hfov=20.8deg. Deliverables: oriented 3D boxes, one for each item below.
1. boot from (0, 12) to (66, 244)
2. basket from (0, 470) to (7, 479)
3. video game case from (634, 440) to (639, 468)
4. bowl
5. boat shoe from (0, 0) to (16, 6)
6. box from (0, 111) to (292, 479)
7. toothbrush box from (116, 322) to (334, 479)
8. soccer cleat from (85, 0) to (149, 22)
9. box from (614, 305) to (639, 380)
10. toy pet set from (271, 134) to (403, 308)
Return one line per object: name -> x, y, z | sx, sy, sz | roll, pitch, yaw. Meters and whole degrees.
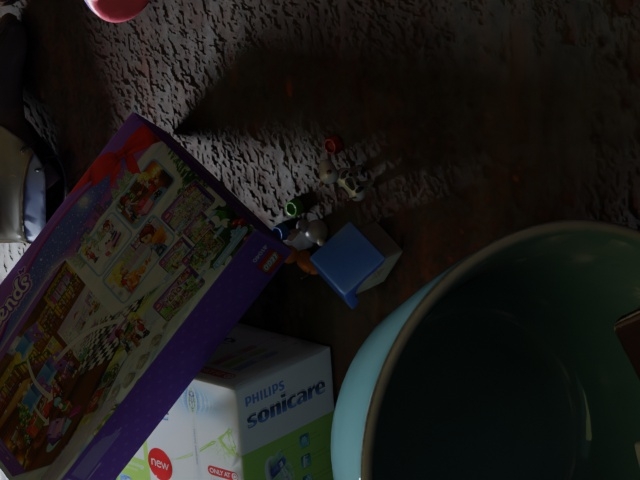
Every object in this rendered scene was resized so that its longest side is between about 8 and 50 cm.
boot -> -0.275, -0.096, 1.618 | 0.106, 0.082, 0.219 | 19, 111, 9
basket -> -0.234, 0.182, 1.640 | 0.103, 0.113, 0.167 | 10, 114, 38
video game case -> 0.267, 0.155, 1.151 | 0.011, 0.122, 0.087 | 1, 108, 65
bowl -> 0.132, 0.141, 1.182 | 0.163, 0.312, 0.311 | 0, 107, 65
boat shoe -> -0.285, -0.241, 1.562 | 0.178, 0.064, 0.060 | -29, 91, 52
box -> -0.178, 0.063, 1.445 | 0.293, 0.057, 0.201 | -52, 49, 6
toothbrush box -> -0.094, 0.220, 1.518 | 0.206, 0.122, 0.283 | 12, 112, 40
soccer cleat -> -0.178, -0.306, 1.433 | 0.095, 0.083, 0.248 | -133, 34, -61
box -> 0.319, 0.088, 1.040 | 0.167, 0.168, 0.203 | -30, 84, 45
toy pet set -> 0.000, 0.000, 1.381 | 0.114, 0.065, 0.122 | 47, 133, 19
